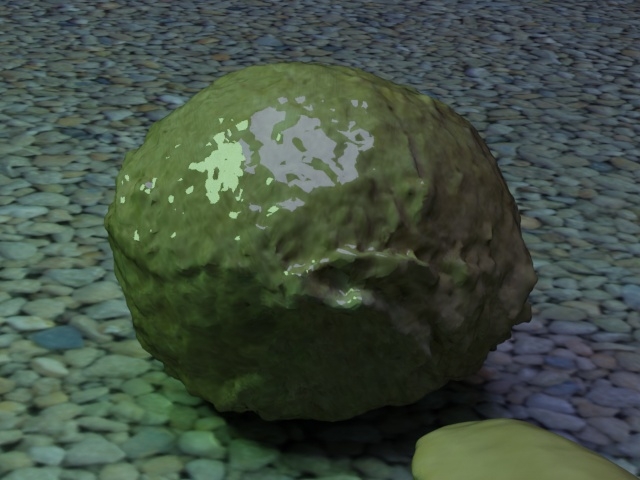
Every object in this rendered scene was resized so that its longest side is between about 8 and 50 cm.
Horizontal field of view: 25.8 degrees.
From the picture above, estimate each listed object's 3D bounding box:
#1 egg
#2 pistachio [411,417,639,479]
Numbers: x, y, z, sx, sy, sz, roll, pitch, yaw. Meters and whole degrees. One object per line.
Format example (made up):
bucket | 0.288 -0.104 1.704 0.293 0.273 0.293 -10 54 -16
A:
egg | 0.000 0.000 1.006 0.310 0.279 0.279 4 22 -11
pistachio | 0.106 0.192 0.672 0.187 0.188 0.299 0 16 -11
